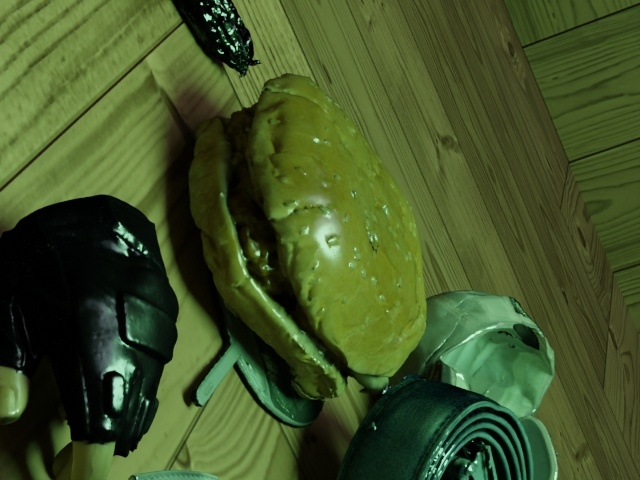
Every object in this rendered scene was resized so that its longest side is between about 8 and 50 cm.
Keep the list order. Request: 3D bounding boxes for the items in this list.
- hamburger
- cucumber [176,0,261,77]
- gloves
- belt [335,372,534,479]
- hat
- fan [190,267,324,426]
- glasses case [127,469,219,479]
[{"bbox_3d":[0.000,-0.001,1.399,0.283,0.144,0.260,55,19,-50],"label":"hamburger"},{"bbox_3d":[-0.112,-0.230,1.475,0.053,0.053,0.181,-80,148,-54],"label":"cucumber"},{"bbox_3d":[-0.151,0.079,1.008,0.164,0.124,0.203,12,51,-47],"label":"gloves"},{"bbox_3d":[0.111,0.254,1.423,0.206,0.116,0.267,-46,134,-34],"label":"belt"},{"bbox_3d":[0.141,0.186,1.636,0.232,0.161,0.275,30,66,-42],"label":"hat"},{"bbox_3d":[-0.066,0.053,1.388,0.294,0.012,0.223,26,49,-65],"label":"fan"},{"bbox_3d":[-0.095,0.294,0.970,0.128,0.083,0.308,49,28,-62],"label":"glasses case"}]
